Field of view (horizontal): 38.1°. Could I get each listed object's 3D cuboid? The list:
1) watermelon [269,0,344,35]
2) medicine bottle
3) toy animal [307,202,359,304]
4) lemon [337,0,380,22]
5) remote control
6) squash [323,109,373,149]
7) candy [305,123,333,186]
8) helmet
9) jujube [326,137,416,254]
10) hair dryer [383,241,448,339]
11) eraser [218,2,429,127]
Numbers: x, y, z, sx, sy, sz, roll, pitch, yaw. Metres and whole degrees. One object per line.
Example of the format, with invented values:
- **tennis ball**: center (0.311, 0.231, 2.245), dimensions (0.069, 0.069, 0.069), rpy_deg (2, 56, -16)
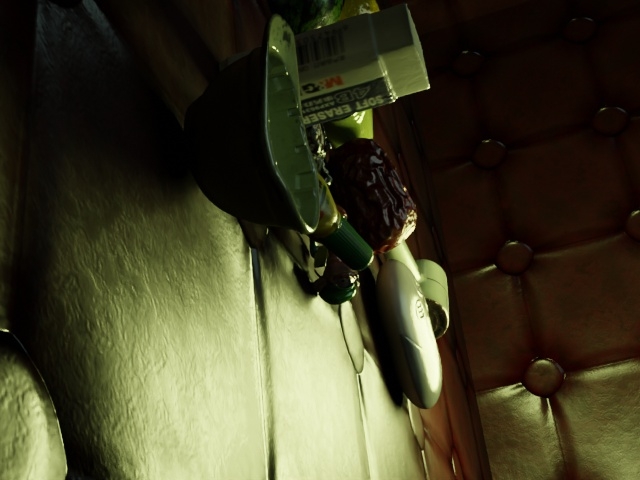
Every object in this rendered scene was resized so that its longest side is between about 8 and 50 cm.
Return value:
- **watermelon**: center (-0.043, -0.478, 1.769), dimensions (0.193, 0.137, 0.145), rpy_deg (-58, 156, -8)
- **medicine bottle**: center (-0.007, -0.041, 1.380), dimensions (0.260, 0.064, 0.095), rpy_deg (45, 63, -38)
- **toy animal**: center (0.000, 0.000, 1.499), dimensions (0.103, 0.100, 0.208), rpy_deg (22, -37, 55)
- **lemon**: center (0.037, -0.453, 1.911), dimensions (0.178, 0.178, 0.203), rpy_deg (52, 25, -59)
- **remote control**: center (0.191, 0.201, 1.999), dimensions (0.221, 0.103, 0.332), rpy_deg (-38, 114, -73)
- **squash**: center (0.060, -0.245, 1.919), dimensions (0.287, 0.137, 0.137), rpy_deg (54, 25, -68)
- **candy**: center (-0.024, -0.197, 1.669), dimensions (0.226, 0.051, 0.094), rpy_deg (67, 26, -25)
- **helmet**: center (-0.092, -0.126, 1.095), dimensions (0.204, 0.137, 0.258), rpy_deg (-48, 130, -75)
- **jujube**: center (0.098, -0.089, 1.849), dimensions (0.230, 0.155, 0.155), rpy_deg (65, 14, -1)
- **hair dryer**: center (0.189, 0.047, 2.172), dimensions (0.362, 0.128, 0.203), rpy_deg (62, 18, -21)
- **eraser**: center (0.007, -0.236, 1.320), dimensions (0.124, 0.278, 0.081), rpy_deg (53, 25, -60)
